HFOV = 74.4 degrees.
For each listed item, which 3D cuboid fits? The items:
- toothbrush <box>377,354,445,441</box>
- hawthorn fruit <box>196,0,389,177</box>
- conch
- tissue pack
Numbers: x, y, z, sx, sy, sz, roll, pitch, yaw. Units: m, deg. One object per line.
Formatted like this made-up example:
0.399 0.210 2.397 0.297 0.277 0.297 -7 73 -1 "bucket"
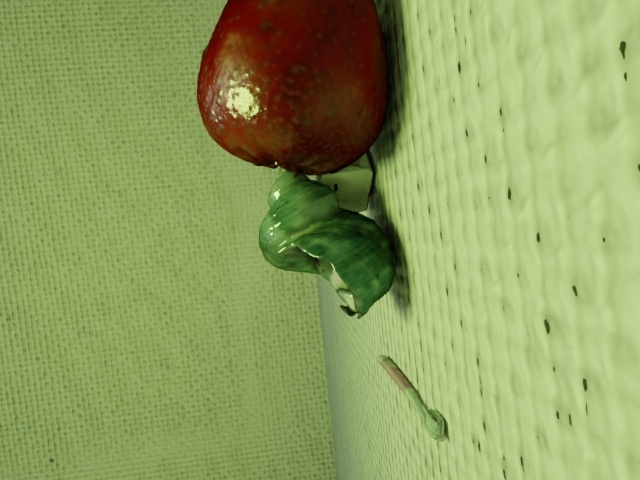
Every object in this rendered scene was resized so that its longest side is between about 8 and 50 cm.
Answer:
0.126 0.215 0.626 0.286 0.020 0.025 -162 75 -84 "toothbrush"
-0.028 -0.244 0.585 0.265 0.266 0.306 -125 48 -80 "hawthorn fruit"
0.000 0.000 0.673 0.277 0.196 0.220 64 -169 13 "conch"
0.036 -0.136 0.786 0.106 0.099 0.148 87 175 -50 "tissue pack"
